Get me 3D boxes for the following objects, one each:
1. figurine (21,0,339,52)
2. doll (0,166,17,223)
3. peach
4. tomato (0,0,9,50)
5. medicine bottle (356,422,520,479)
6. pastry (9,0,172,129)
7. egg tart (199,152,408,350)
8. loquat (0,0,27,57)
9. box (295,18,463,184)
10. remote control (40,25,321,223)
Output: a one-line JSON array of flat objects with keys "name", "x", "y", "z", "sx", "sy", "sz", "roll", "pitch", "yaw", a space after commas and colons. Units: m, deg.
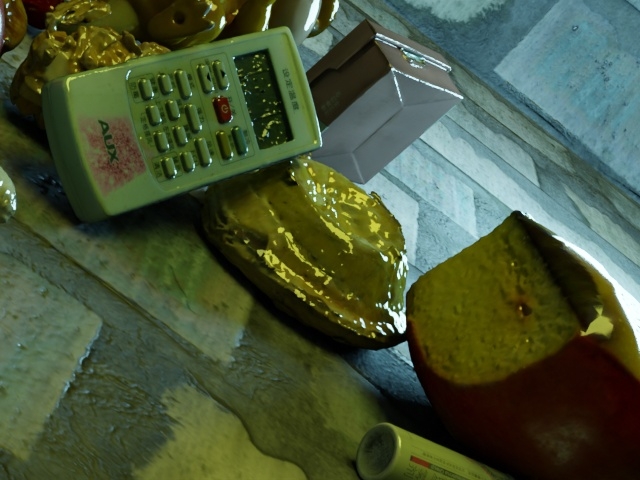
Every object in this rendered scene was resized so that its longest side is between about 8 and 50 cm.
[{"name": "figurine", "x": -0.177, "y": -0.316, "z": 1.861, "sx": 0.401, "sy": 0.268, "sz": 0.387, "roll": 38, "pitch": 19, "yaw": 9}, {"name": "doll", "x": -0.359, "y": -0.087, "z": 1.184, "sx": 0.278, "sy": 0.175, "sz": 0.149, "roll": 36, "pitch": 53, "yaw": -40}, {"name": "peach", "x": 0.243, "y": 0.140, "z": 1.600, "sx": 0.306, "sy": 0.242, "sz": 0.380, "roll": 55, "pitch": 10, "yaw": 31}, {"name": "tomato", "x": -0.369, "y": -0.206, "z": 1.361, "sx": 0.167, "sy": 0.167, "sz": 0.167, "roll": 36, "pitch": 17, "yaw": -13}, {"name": "medicine bottle", "x": 0.135, "y": 0.236, "z": 1.460, "sx": 0.231, "sy": 0.059, "sz": 0.059, "roll": 26, "pitch": 21, "yaw": -35}, {"name": "pastry", "x": -0.209, "y": -0.160, "z": 1.590, "sx": 0.250, "sy": 0.154, "sz": 0.102, "roll": 26, "pitch": -5, "yaw": -43}, {"name": "egg tart", "x": 0.000, "y": 0.000, "z": 1.687, "sx": 0.290, "sy": 0.115, "sz": 0.290, "roll": 34, "pitch": 19, "yaw": -13}, {"name": "loquat", "x": -0.357, "y": -0.225, "z": 1.511, "sx": 0.137, "sy": 0.113, "sz": 0.137, "roll": 38, "pitch": 28, "yaw": -25}, {"name": "box", "x": 0.061, "y": -0.183, "z": 2.104, "sx": 0.215, "sy": 0.215, "sz": 0.086, "roll": 13, "pitch": 42, "yaw": -56}, {"name": "remote control", "x": -0.132, "y": -0.122, "z": 1.543, "sx": 0.344, "sy": 0.050, "sz": 0.145, "roll": -23, "pitch": 99, "yaw": -49}]
